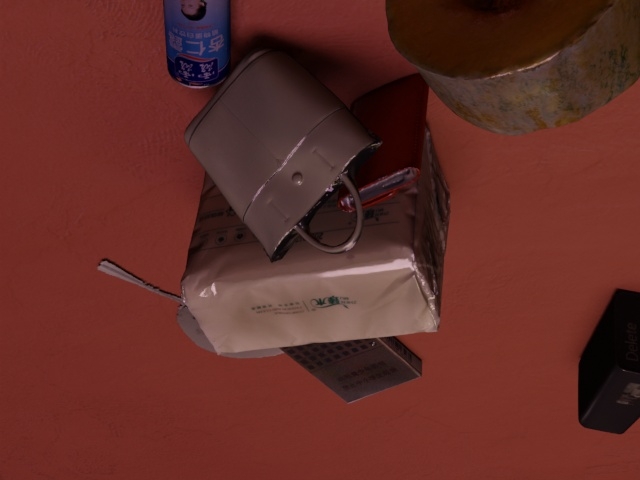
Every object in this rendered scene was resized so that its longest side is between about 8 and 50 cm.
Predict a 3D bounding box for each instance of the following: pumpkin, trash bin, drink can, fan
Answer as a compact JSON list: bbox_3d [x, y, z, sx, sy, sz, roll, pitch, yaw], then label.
[{"bbox_3d":[0.269,-0.282,1.591,0.332,0.332,0.199,-16,142,27],"label":"pumpkin"},{"bbox_3d":[0.534,0.222,2.273,0.115,0.165,0.225,11,144,-5],"label":"trash bin"},{"bbox_3d":[-0.170,-0.324,1.773,0.097,0.097,0.235,7,143,1],"label":"drink can"},{"bbox_3d":[-0.229,0.131,2.409,0.415,0.012,0.233,24,137,-20],"label":"fan"}]

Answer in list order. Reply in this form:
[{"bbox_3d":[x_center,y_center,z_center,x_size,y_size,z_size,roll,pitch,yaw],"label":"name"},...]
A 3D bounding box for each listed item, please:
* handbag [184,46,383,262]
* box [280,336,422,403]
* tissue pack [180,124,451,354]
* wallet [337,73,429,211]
[{"bbox_3d":[-0.037,-0.107,1.841,0.241,0.315,0.109,-49,161,18],"label":"handbag"},{"bbox_3d":[0.027,0.188,2.404,0.180,0.047,0.325,-24,131,30],"label":"box"},{"bbox_3d":[0.000,0.000,1.986,0.381,0.297,0.207,-6,139,19],"label":"tissue pack"},{"bbox_3d":[0.093,-0.143,1.863,0.142,0.204,0.045,-24,129,32],"label":"wallet"}]
